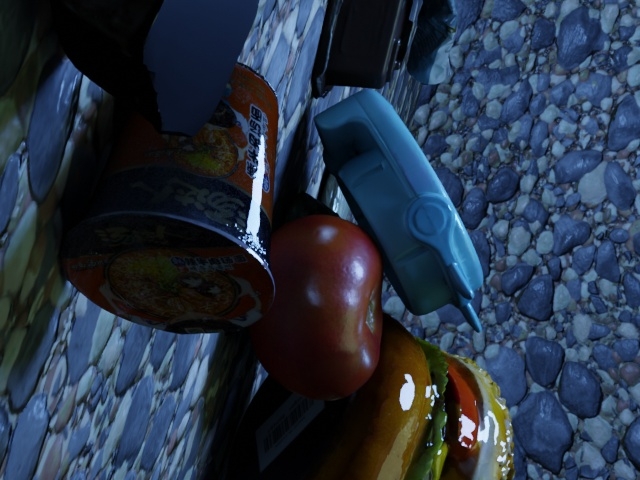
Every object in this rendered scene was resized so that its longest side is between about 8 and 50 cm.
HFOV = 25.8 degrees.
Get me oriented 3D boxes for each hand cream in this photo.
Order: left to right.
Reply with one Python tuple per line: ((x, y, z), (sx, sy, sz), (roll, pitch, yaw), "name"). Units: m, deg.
((0.125, -0.266, 1.560), (0.248, 0.052, 0.075), (88, -5, -52), "hand cream")

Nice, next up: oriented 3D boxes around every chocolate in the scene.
((-0.087, -0.119, 0.668), (0.125, 0.080, 0.148), (-45, 160, -53), "chocolate")

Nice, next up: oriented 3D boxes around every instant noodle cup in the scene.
((-0.076, -0.032, 0.822), (0.127, 0.127, 0.135), (96, 4, -56), "instant noodle cup")

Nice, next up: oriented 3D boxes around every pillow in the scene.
((0.015, -0.018, 1.890), (0.148, 0.050, 0.229), (95, 9, -80), "pillow")

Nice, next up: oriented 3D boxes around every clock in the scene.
((0.094, -0.020, 1.555), (0.274, 0.094, 0.223), (62, -1, 28), "clock")

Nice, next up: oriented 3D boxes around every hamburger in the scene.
((0.062, 0.257, 1.633), (0.330, 0.250, 0.330), (-42, -153, 27), "hamburger")

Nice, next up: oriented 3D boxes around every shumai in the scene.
((0.000, 0.001, 1.635), (0.124, 0.087, 0.099), (-34, 140, -78), "shumai")

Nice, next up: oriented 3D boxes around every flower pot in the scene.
((0.067, -0.278, 1.555), (0.179, 0.084, 0.250), (-60, 164, -67), "flower pot")

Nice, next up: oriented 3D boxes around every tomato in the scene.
((-0.006, 0.070, 1.470), (0.195, 0.136, 0.195), (2, 90, -78), "tomato")
